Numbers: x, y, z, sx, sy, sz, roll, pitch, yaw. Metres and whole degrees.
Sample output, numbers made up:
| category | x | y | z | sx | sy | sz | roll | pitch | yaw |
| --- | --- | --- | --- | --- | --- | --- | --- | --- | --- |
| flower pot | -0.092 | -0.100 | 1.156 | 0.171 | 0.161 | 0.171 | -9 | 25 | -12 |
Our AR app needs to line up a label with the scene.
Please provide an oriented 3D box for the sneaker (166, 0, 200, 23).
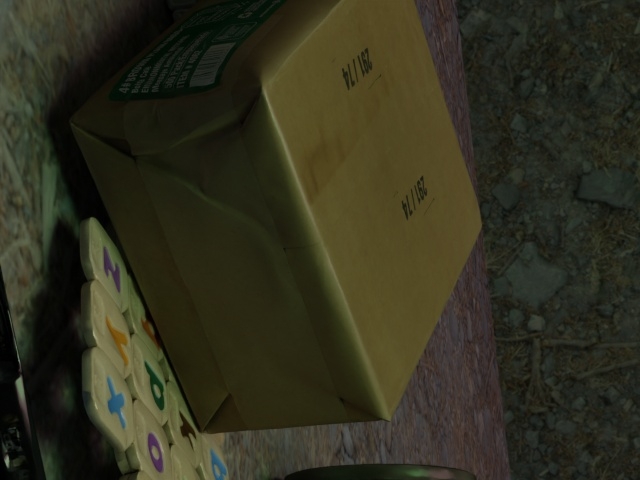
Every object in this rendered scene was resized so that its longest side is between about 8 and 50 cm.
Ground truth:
| category | x | y | z | sx | sy | sz | roll | pitch | yaw |
| --- | --- | --- | --- | --- | --- | --- | --- | --- | --- |
| sneaker | -0.100 | -0.167 | 1.209 | 0.076 | 0.065 | 0.166 | 25 | 62 | -77 |

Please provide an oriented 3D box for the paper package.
| category | x | y | z | sx | sy | sz | roll | pitch | yaw |
| --- | --- | --- | --- | --- | --- | --- | --- | --- | --- |
| paper package | -0.014 | -0.051 | 1.078 | 0.325 | 0.168 | 0.309 | -57 | 132 | -52 |

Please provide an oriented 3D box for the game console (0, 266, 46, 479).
| category | x | y | z | sx | sy | sz | roll | pitch | yaw |
| --- | --- | --- | --- | --- | --- | --- | --- | --- | --- |
| game console | -0.245 | 0.045 | 0.672 | 0.250 | 0.173 | 0.293 | -149 | -131 | -70 |

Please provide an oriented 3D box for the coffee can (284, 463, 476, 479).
| category | x | y | z | sx | sy | sz | roll | pitch | yaw |
| --- | --- | --- | --- | --- | --- | --- | --- | --- | --- |
| coffee can | 0.062 | 0.378 | 1.342 | 0.201 | 0.201 | 0.275 | 47 | 41 | -66 |

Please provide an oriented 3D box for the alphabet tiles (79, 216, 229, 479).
| category | x | y | z | sx | sy | sz | roll | pitch | yaw |
| --- | --- | --- | --- | --- | --- | --- | --- | --- | --- |
| alphabet tiles | -0.123 | 0.124 | 0.988 | 0.278 | 0.021 | 0.284 | 64 | 13 | -50 |
